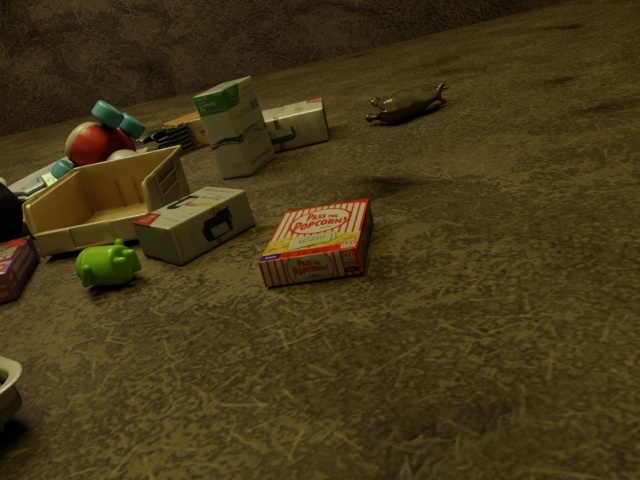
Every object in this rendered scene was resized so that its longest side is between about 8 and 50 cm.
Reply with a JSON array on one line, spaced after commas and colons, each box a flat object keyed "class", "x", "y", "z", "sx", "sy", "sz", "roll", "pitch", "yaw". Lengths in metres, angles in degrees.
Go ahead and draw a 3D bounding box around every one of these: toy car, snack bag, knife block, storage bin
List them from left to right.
[{"class": "snack bag", "x": -0.772, "y": -0.203, "z": 1.902, "sx": 0.323, "sy": 0.037, "sz": 0.343, "roll": -38, "pitch": 26, "yaw": -31}, {"class": "storage bin", "x": -0.433, "y": -0.083, "z": 1.348, "sx": 0.262, "sy": 0.123, "sz": 0.260, "roll": -10, "pitch": 22, "yaw": 10}, {"class": "toy car", "x": -0.493, "y": -0.182, "z": 1.603, "sx": 0.219, "sy": 0.238, "sz": 0.210, "roll": -53, "pitch": -13, "yaw": 4}, {"class": "knife block", "x": -0.423, "y": -0.333, "z": 1.983, "sx": 0.242, "sy": 0.088, "sz": 0.275, "roll": -10, "pitch": 23, "yaw": 9}]

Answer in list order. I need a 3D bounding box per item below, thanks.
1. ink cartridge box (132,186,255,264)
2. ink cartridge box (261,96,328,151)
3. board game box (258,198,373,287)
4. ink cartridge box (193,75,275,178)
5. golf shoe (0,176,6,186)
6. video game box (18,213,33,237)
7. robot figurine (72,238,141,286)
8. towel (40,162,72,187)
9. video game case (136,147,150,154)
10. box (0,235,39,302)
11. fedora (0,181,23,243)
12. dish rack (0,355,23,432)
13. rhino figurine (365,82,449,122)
[{"class": "ink cartridge box", "x": -0.228, "y": -0.032, "z": 1.166, "sx": 0.127, "sy": 0.072, "sz": 0.175, "roll": 9, "pitch": 32, "yaw": 45}, {"class": "ink cartridge box", "x": -0.092, "y": -0.301, "z": 1.704, "sx": 0.218, "sy": 0.092, "sz": 0.158, "roll": -10, "pitch": 22, "yaw": 5}, {"class": "board game box", "x": 0.000, "y": 0.000, "z": 0.987, "sx": 0.147, "sy": 0.045, "sz": 0.193, "roll": -9, "pitch": 22, "yaw": 13}, {"class": "ink cartridge box", "x": -0.202, "y": -0.270, "z": 1.543, "sx": 0.087, "sy": 0.208, "sz": 0.153, "roll": -7, "pitch": 22, "yaw": 25}, {"class": "golf shoe", "x": -0.893, "y": -0.112, "z": 1.768, "sx": 0.086, "sy": 0.069, "sz": 0.176, "roll": 2, "pitch": 41, "yaw": 4}, {"class": "video game box", "x": -0.644, "y": -0.066, "z": 1.535, "sx": 0.205, "sy": 0.048, "sz": 0.187, "roll": 2, "pitch": 25, "yaw": 35}, {"class": "robot figurine", "x": -0.359, "y": 0.042, "z": 1.075, "sx": 0.115, "sy": 0.067, "sz": 0.101, "roll": -3, "pitch": 31, "yaw": 25}, {"class": "towel", "x": -0.659, "y": -0.162, "z": 1.735, "sx": 0.152, "sy": 0.023, "sz": 0.113, "roll": -27, "pitch": 64, "yaw": -26}, {"class": "video game case", "x": -0.637, "y": -0.218, "z": 1.923, "sx": 0.227, "sy": 0.026, "sz": 0.206, "roll": -14, "pitch": 22, "yaw": 0}, {"class": "box", "x": -0.691, "y": 0.086, "z": 1.184, "sx": 0.294, "sy": 0.057, "sz": 0.201, "roll": -17, "pitch": 23, "yaw": -6}, {"class": "fedora", "x": -0.728, "y": -0.048, "z": 1.338, "sx": 0.153, "sy": 0.334, "sz": 0.334, "roll": 24, "pitch": 28, "yaw": 1}, {"class": "dish rack", "x": -0.522, "y": 0.223, "z": 0.738, "sx": 0.333, "sy": 0.072, "sz": 0.285, "roll": 4, "pitch": 27, "yaw": 38}, {"class": "rhino figurine", "x": 0.241, "y": -0.365, "z": 1.680, "sx": 0.243, "sy": 0.073, "sz": 0.106, "roll": -22, "pitch": 19, "yaw": -22}]
